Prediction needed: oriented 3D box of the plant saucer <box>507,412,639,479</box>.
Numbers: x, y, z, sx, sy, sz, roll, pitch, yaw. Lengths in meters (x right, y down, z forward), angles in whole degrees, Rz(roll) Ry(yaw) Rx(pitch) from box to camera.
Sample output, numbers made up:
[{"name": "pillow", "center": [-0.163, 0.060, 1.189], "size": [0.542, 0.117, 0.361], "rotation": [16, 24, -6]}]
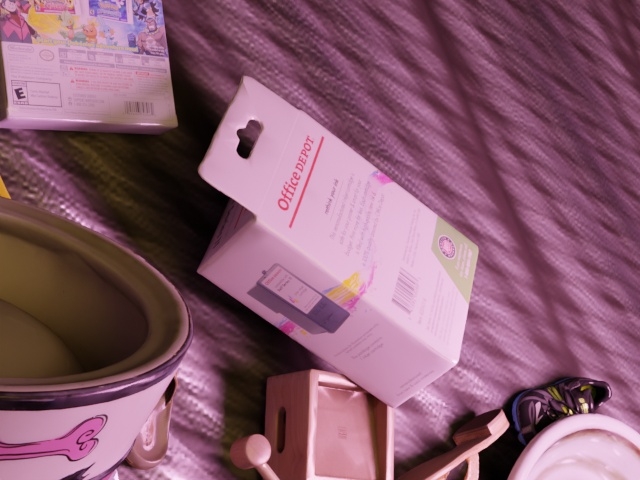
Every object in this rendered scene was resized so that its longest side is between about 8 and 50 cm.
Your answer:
[{"name": "plant saucer", "center": [0.344, 0.434, 1.553], "size": [0.400, 0.100, 0.400], "rotation": [10, 73, -37]}]

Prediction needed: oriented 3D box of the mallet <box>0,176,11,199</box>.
[{"name": "mallet", "center": [-0.334, -0.062, 1.161], "size": [0.062, 0.039, 0.190], "rotation": [-39, 100, -42]}]

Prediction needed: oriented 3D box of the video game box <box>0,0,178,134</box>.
[{"name": "video game box", "center": [-0.259, -0.210, 1.249], "size": [0.205, 0.048, 0.187], "rotation": [-1, 82, -40]}]

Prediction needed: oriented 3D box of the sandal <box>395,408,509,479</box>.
[{"name": "sandal", "center": [0.174, 0.296, 1.455], "size": [0.240, 0.088, 0.079], "rotation": [-28, 92, -45]}]

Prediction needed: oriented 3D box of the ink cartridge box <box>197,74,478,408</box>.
[{"name": "ink cartridge box", "center": [0.000, 0.000, 1.311], "size": [0.353, 0.119, 0.207], "rotation": [37, 40, -15]}]

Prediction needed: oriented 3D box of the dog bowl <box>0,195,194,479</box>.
[{"name": "dog bowl", "center": [-0.315, 0.085, 0.927], "size": [0.408, 0.408, 0.150], "rotation": [3, 112, -39]}]

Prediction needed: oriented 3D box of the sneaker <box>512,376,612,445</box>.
[{"name": "sneaker", "center": [0.332, 0.227, 1.607], "size": [0.188, 0.078, 0.067], "rotation": [-17, 90, -40]}]

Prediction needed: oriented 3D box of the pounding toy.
[{"name": "pounding toy", "center": [-0.025, 0.240, 1.300], "size": [0.206, 0.094, 0.181], "rotation": [14, 70, -36]}]

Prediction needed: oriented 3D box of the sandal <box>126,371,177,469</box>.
[{"name": "sandal", "center": [-0.179, 0.148, 1.224], "size": [0.072, 0.049, 0.180], "rotation": [3, 77, -39]}]

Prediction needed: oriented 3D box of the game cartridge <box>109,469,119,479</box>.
[{"name": "game cartridge", "center": [-0.239, 0.222, 1.180], "size": [0.056, 0.017, 0.083], "rotation": [-32, 100, -36]}]
